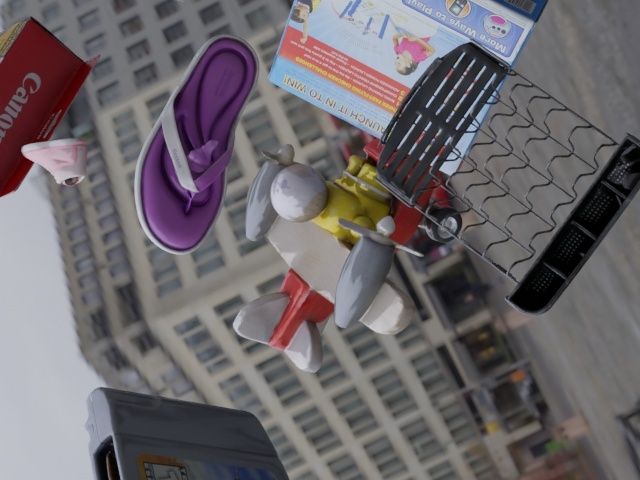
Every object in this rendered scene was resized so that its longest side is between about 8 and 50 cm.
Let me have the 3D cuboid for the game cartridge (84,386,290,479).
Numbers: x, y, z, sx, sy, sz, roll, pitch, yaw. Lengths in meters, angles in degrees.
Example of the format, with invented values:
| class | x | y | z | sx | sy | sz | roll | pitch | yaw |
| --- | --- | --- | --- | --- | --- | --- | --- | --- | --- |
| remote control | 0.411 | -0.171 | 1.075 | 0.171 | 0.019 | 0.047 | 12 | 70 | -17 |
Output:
| class | x | y | z | sx | sy | sz | roll | pitch | yaw |
| --- | --- | --- | --- | --- | --- | --- | --- | --- | --- |
| game cartridge | -0.095 | 0.268 | 1.139 | 0.198 | 0.062 | 0.297 | 12 | -137 | -35 |

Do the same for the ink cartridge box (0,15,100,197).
| class | x | y | z | sx | sy | sz | roll | pitch | yaw |
| --- | --- | --- | --- | --- | --- | --- | --- | --- | --- |
| ink cartridge box | -0.548 | -0.215 | 2.193 | 0.130 | 0.272 | 0.309 | 40 | -120 | -28 |

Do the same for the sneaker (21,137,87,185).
| class | x | y | z | sx | sy | sz | roll | pitch | yaw |
| --- | --- | --- | --- | --- | --- | --- | --- | --- | --- |
| sneaker | -0.395 | -0.114 | 1.919 | 0.051 | 0.134 | 0.070 | -12 | -83 | -49 |

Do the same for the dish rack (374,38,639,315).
| class | x | y | z | sx | sy | sz | roll | pitch | yaw |
| --- | --- | --- | --- | --- | --- | --- | --- | --- | --- |
| dish rack | 0.188 | -0.076 | 1.351 | 0.271 | 0.208 | 0.074 | 39 | -169 | 19 |

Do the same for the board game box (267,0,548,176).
| class | x | y | z | sx | sy | sz | roll | pitch | yaw |
| --- | --- | --- | --- | --- | --- | --- | --- | --- | --- |
| board game box | 0.112 | -0.277 | 1.755 | 0.308 | 0.086 | 0.302 | 28 | 139 | 4 |

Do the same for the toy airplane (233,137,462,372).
| class | x | y | z | sx | sy | sz | roll | pitch | yaw |
| --- | --- | --- | --- | --- | --- | --- | --- | --- | --- |
| toy airplane | 0.000 | 0.000 | 1.963 | 0.272 | 0.386 | 0.384 | 46 | -137 | -37 |

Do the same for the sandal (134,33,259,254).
| class | x | y | z | sx | sy | sz | roll | pitch | yaw |
| --- | --- | --- | --- | --- | --- | --- | --- | --- | --- |
| sandal | -0.217 | -0.183 | 2.282 | 0.102 | 0.169 | 0.416 | 159 | 128 | -70 |
